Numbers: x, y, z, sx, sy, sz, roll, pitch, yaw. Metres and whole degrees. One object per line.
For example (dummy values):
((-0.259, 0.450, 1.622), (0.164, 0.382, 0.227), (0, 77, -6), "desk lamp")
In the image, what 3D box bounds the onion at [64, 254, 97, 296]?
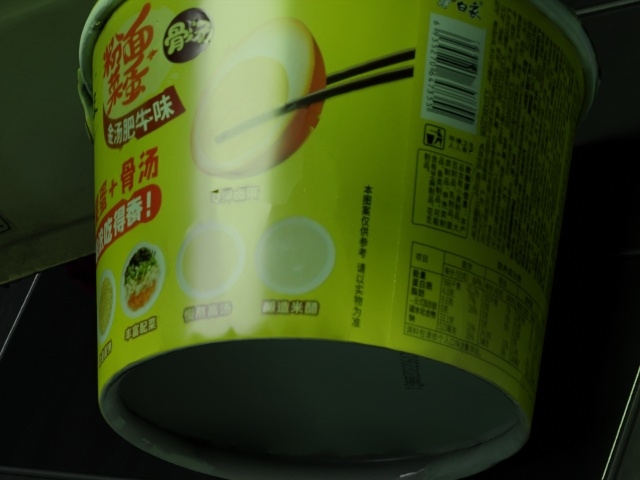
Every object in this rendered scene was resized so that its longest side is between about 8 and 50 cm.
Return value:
((-0.164, -0.011, 1.447), (0.115, 0.104, 0.115), (12, 109, 37), "onion")

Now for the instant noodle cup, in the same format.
((0.000, 0.000, 1.005), (0.311, 0.311, 0.221), (-24, 51, 44), "instant noodle cup")

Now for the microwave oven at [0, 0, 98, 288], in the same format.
((-0.159, -0.188, 1.273), (0.394, 0.333, 0.247), (-18, 45, 18), "microwave oven")
